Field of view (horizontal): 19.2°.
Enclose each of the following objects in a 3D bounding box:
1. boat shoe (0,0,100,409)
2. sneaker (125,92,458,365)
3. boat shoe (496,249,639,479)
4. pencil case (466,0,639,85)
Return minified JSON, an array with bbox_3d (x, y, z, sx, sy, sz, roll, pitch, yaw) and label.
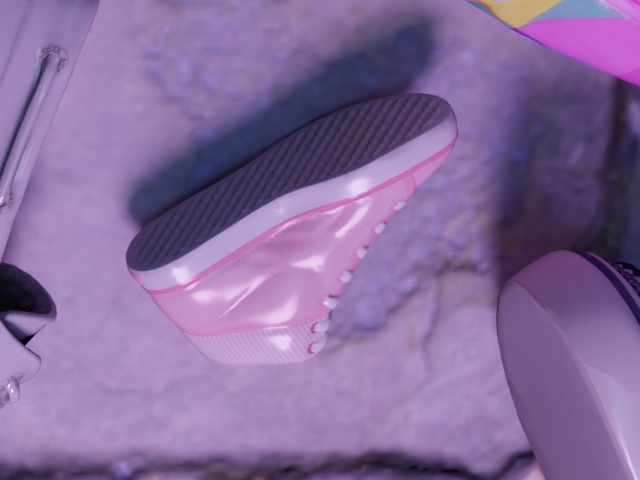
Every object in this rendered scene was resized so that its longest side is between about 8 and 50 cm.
[{"bbox_3d":[-0.138,0.024,0.672,0.088,0.096,0.268,11,102,-14],"label":"boat shoe"},{"bbox_3d":[0.000,0.000,0.718,0.134,0.051,0.070,-29,119,3],"label":"sneaker"},{"bbox_3d":[0.195,0.110,0.791,0.158,0.127,0.341,-31,126,-7],"label":"boat shoe"},{"bbox_3d":[0.126,-0.095,0.681,0.236,0.104,0.104,21,107,-23],"label":"pencil case"}]
